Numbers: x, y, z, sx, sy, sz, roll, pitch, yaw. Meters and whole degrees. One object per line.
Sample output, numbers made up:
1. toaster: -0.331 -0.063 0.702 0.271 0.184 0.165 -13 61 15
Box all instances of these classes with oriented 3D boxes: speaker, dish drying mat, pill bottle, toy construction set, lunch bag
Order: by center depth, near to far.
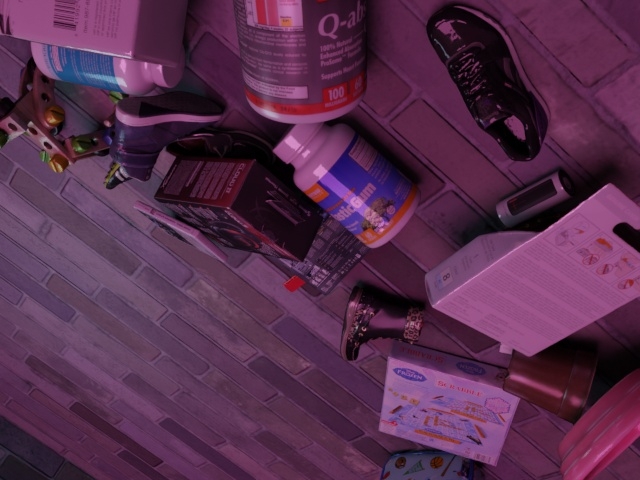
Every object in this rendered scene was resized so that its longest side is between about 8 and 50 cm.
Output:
1. pill bottle: -0.033 -0.384 1.032 0.210 0.210 0.363 10 132 16
2. speaker: 0.392 -0.075 1.224 0.055 0.055 0.136 45 132 -17
3. pill bottle: -0.394 -0.357 1.261 0.263 0.146 0.146 14 133 13
4. pill bottle: 0.045 -0.123 1.267 0.272 0.152 0.152 39 133 -13
5. toy construction set: -0.532 -0.226 1.374 0.308 0.237 0.258 6 131 18
6. dish drying mat: -0.057 0.099 1.606 0.032 0.008 0.083 40 133 -13
7. lunch bag: 0.296 0.698 1.810 0.303 0.243 0.115 -15 122 34

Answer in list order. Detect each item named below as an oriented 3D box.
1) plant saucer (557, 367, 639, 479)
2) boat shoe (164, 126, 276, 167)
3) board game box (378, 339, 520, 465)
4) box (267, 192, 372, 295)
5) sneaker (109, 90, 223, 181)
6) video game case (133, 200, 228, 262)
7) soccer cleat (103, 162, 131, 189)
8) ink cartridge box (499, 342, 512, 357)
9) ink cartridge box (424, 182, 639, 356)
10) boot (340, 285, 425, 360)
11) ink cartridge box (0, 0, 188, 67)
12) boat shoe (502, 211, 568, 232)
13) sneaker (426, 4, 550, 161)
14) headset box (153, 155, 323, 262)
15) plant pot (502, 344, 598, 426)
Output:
1. plant saucer: 0.610 0.378 1.383 0.084 0.332 0.332 48 144 32
2. boat shoe: -0.207 -0.184 1.379 0.233 0.079 0.084 14 132 10
3. board game box: 0.316 0.411 1.674 0.318 0.066 0.318 14 133 13
4. box: 0.000 0.000 1.459 0.183 0.059 0.233 34 135 -6
5. sneaker: -0.307 -0.203 1.315 0.086 0.226 0.163 49 133 30
6. video game case: -0.313 -0.018 1.520 0.173 0.022 0.190 24 169 19
7. soccer cleat: -0.435 -0.160 1.517 0.072 0.060 0.179 31 135 -22
8. ink cartridge box: 0.413 0.215 1.471 0.028 0.048 0.083 10 131 17
9. ink cartridge box: 0.437 0.051 1.240 0.308 0.091 0.385 28 127 -31
10. boot: 0.143 0.219 1.571 0.178 0.085 0.237 13 132 10
11. ink cartridge box: -0.422 -0.463 1.092 0.394 0.166 0.286 14 102 13
12. boat shoe: 0.384 0.001 1.287 0.206 0.073 0.073 -15 154 29
13. sneaker: 0.273 -0.249 1.074 0.283 0.124 0.107 44 131 -16
14. headset box: -0.154 -0.063 1.327 0.293 0.110 0.218 9 158 46
15. plant pot: 0.490 0.291 1.438 0.165 0.167 0.167 17 134 21
